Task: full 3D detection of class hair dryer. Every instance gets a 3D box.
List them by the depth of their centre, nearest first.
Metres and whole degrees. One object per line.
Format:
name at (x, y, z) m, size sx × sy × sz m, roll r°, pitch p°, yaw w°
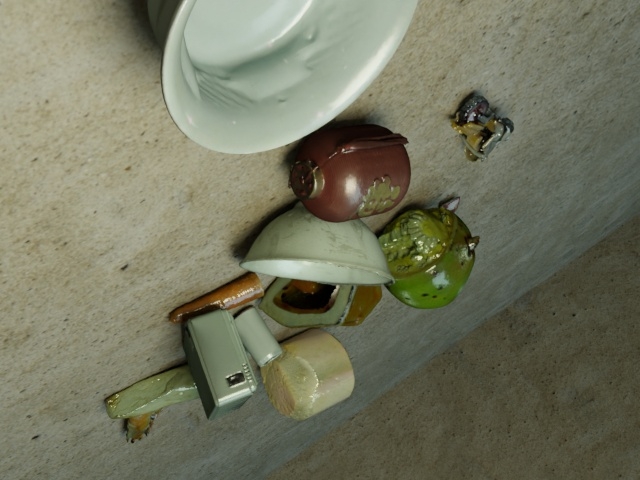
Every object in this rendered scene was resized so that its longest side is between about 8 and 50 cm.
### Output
hair dryer at (-0.167, 0.258, 1.663) m, size 0.073 × 0.131 × 0.236 m, roll -31°, pitch 168°, yaw -22°

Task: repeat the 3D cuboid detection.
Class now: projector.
projector at (-0.217, 0.264, 1.436) m, size 0.099 × 0.192 × 0.257 m, roll -19°, pitch 164°, yaw -19°

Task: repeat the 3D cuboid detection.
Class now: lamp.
lamp at (0.064, -0.127, 1.225) m, size 0.258 × 0.180 × 0.180 m, roll -15°, pitch 147°, yaw -39°

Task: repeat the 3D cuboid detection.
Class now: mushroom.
mushroom at (-0.340, 0.344, 1.606) m, size 0.333 × 0.087 × 0.107 m, roll -8°, pitch 143°, yaw -44°

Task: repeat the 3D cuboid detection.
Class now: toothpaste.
toothpaste at (0.356, -0.049, 1.921) m, size 0.062 × 0.039 × 0.239 m, roll -25°, pitch 151°, yaw -11°

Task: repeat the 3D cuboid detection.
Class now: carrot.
carrot at (-0.223, 0.129, 1.432) m, size 0.209 × 0.061 × 0.061 m, roll -23°, pitch 152°, yaw -22°

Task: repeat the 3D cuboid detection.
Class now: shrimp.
shrimp at (-0.435, 0.443, 1.689) m, size 0.115 × 0.051 × 0.217 m, roll -18°, pitch 146°, yaw -41°

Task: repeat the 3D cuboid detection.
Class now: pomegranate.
pomegranate at (0.235, 0.053, 1.705) m, size 0.340 × 0.261 × 0.260 m, roll -25°, pitch 167°, yaw 39°

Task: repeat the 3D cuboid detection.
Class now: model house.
model house at (0.019, 0.121, 1.624) m, size 0.267 × 0.174 × 0.239 m, roll -1°, pitch 177°, yaw 25°

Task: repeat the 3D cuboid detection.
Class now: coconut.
coconut at (-0.024, 0.371, 1.913) m, size 0.244 × 0.239 × 0.239 m, roll -18°, pitch 149°, yaw -33°

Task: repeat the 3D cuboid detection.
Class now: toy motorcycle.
toy motorcycle at (0.357, -0.243, 1.521) m, size 0.130 × 0.094 × 0.229 m, roll -45°, pitch 150°, yaw 20°

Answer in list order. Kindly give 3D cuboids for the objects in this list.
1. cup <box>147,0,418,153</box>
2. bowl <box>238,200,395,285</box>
cup at (-0.063, -0.284, 0.796) m, size 0.347 × 0.163 × 0.347 m, roll -31°, pitch 155°, yaw -16°
bowl at (0.000, 0.000, 1.351) m, size 0.313 × 0.146 × 0.313 m, roll 7°, pitch 169°, yaw 1°
